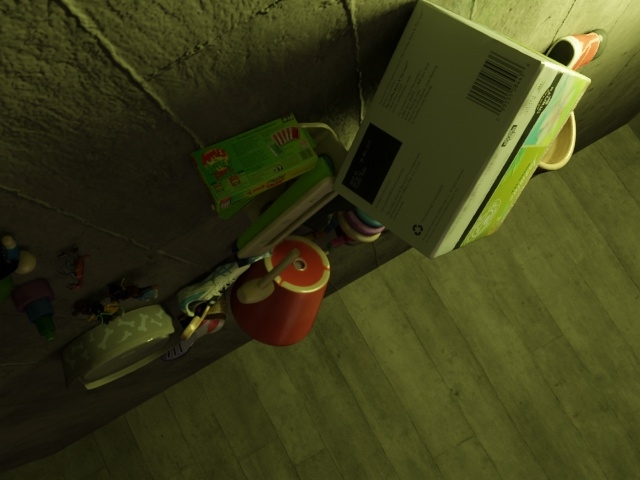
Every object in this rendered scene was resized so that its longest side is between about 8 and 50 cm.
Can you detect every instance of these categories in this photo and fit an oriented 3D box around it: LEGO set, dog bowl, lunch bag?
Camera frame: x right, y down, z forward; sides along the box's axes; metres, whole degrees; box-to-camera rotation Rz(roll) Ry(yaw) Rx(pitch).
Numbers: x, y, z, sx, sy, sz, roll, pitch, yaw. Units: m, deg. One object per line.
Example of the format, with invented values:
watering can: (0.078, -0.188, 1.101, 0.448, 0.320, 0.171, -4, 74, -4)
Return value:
LEGO set: (0.000, 0.000, 1.781, 0.093, 0.087, 0.227, -19, 171, -30)
dog bowl: (-0.551, 0.295, 1.629, 0.348, 0.102, 0.349, -29, 169, -7)
lunch bag: (-0.179, 0.025, 1.486, 0.098, 0.065, 0.067, -22, -178, -38)

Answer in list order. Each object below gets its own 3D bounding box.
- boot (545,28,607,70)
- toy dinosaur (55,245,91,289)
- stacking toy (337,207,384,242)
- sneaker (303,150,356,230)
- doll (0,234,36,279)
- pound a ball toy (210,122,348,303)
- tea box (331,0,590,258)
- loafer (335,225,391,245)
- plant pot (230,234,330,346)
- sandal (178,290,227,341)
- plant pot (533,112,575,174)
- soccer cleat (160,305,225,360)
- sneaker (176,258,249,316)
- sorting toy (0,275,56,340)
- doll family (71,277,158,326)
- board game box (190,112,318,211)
boot: (0.597, -0.418, 1.457, 0.176, 0.088, 0.244, -25, 164, -31)
toy dinosaur: (-0.421, 0.055, 1.001, 0.047, 0.090, 0.082, -34, 128, -35)
stacking toy: (0.181, -0.131, 1.561, 0.141, 0.141, 0.330, -20, 161, -41)
sneaker: (-0.005, -0.101, 1.254, 0.130, 0.109, 0.286, 5, 152, -29)
doll: (-0.480, 0.034, 0.826, 0.129, 0.046, 0.189, -43, 166, 14)
pound a ball toy: (-0.062, -0.044, 1.115, 0.319, 0.208, 0.135, -39, 165, 34)
tea box: (0.242, -0.182, 0.991, 0.323, 0.220, 0.329, -16, 138, -54)
loafer: (0.224, -0.090, 1.805, 0.365, 0.134, 0.130, -26, 168, -17)
plant pot: (-0.102, 0.130, 1.684, 0.274, 0.275, 0.243, -21, 156, -37)
sandal: (-0.307, 0.211, 1.677, 0.088, 0.079, 0.240, -40, -168, 48)
plant pot: (0.419, -0.263, 1.360, 0.263, 0.263, 0.229, -22, -177, -35)
soccer cleat: (-0.458, 0.304, 1.951, 0.318, 0.109, 0.116, -34, 148, 26)
sneaker: (-0.285, 0.125, 1.601, 0.237, 0.086, 0.085, -33, 167, 9)
sorting toy: (-0.539, 0.130, 0.897, 0.127, 0.126, 0.365, -33, 167, 13)
doll family: (-0.447, 0.132, 1.279, 0.193, 0.076, 0.111, -34, 164, -3)
board game box: (-0.105, -0.127, 0.942, 0.181, 0.092, 0.043, -26, 168, -18)
